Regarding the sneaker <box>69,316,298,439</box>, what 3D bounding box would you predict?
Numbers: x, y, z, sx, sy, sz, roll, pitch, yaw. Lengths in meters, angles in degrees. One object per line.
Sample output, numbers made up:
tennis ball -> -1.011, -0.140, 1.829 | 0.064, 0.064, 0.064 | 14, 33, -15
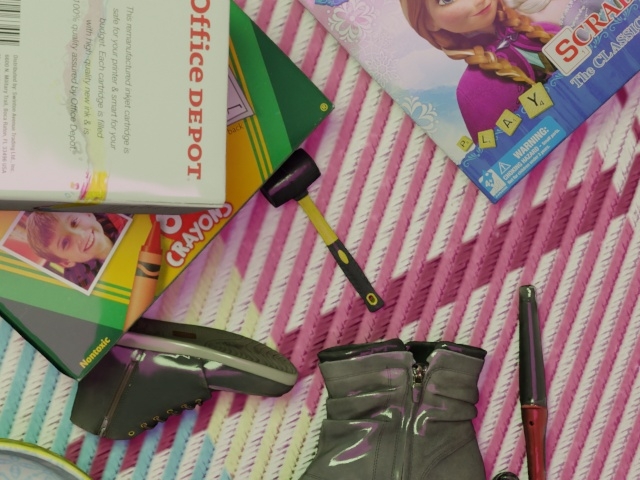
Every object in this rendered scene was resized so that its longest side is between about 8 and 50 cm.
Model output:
sneaker -> -0.139, 0.150, 1.574 | 0.222, 0.083, 0.118 | 12, 103, -3

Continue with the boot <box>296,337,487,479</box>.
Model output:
boot -> 0.012, 0.215, 1.595 | 0.338, 0.118, 0.223 | -8, 97, -19

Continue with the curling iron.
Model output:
curling iron -> 0.214, 0.184, 1.649 | 0.068, 0.035, 0.274 | 2, 98, -10

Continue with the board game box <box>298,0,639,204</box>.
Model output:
board game box -> 0.179, -0.256, 1.539 | 0.318, 0.066, 0.318 | -44, 102, 9

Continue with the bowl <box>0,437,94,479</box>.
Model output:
bowl -> -0.327, 0.317, 1.522 | 0.289, 0.156, 0.289 | -1, 98, -8

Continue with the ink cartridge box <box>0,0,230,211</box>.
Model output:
ink cartridge box -> -0.227, -0.124, 1.308 | 0.270, 0.197, 0.198 | 2, 87, -17

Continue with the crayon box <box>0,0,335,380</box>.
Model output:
crayon box -> -0.223, -0.107, 1.467 | 0.313, 0.106, 0.363 | 45, 77, -13

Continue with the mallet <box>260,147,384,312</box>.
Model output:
mallet -> 0.000, 0.000, 1.591 | 0.062, 0.039, 0.190 | -28, 105, -5
